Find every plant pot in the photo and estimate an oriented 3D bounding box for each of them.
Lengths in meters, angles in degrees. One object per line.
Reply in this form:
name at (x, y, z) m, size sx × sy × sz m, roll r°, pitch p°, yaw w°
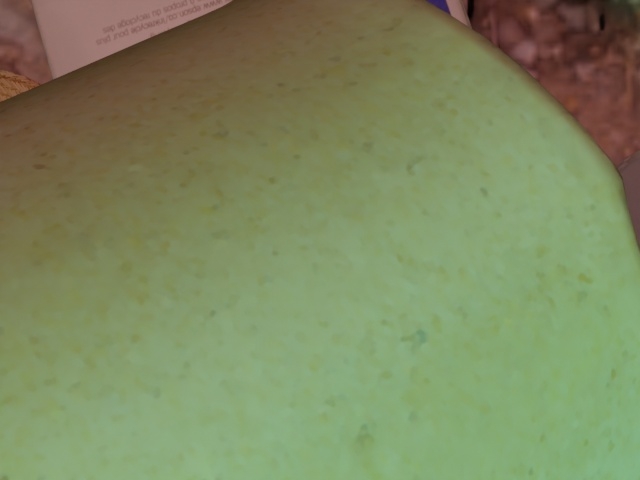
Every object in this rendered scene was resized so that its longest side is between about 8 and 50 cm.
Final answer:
plant pot at (-0.066, 0.086, 0.428) m, size 0.305 × 0.334 × 0.334 m, roll -36°, pitch 76°, yaw -24°

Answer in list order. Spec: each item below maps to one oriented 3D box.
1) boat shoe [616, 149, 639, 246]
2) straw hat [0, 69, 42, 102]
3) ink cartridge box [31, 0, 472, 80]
boat shoe at (0.242, 0.061, 0.566) m, size 0.306 × 0.105 × 0.113 m, roll 28°, pitch 91°, yaw 26°
straw hat at (-0.172, -0.019, 0.655) m, size 0.144 × 0.061 × 0.145 m, roll -1°, pitch 79°, yaw 7°
ink cartridge box at (0.000, 0.000, 0.629) m, size 0.175 × 0.069 × 0.371 m, roll -18°, pitch 76°, yaw 3°
